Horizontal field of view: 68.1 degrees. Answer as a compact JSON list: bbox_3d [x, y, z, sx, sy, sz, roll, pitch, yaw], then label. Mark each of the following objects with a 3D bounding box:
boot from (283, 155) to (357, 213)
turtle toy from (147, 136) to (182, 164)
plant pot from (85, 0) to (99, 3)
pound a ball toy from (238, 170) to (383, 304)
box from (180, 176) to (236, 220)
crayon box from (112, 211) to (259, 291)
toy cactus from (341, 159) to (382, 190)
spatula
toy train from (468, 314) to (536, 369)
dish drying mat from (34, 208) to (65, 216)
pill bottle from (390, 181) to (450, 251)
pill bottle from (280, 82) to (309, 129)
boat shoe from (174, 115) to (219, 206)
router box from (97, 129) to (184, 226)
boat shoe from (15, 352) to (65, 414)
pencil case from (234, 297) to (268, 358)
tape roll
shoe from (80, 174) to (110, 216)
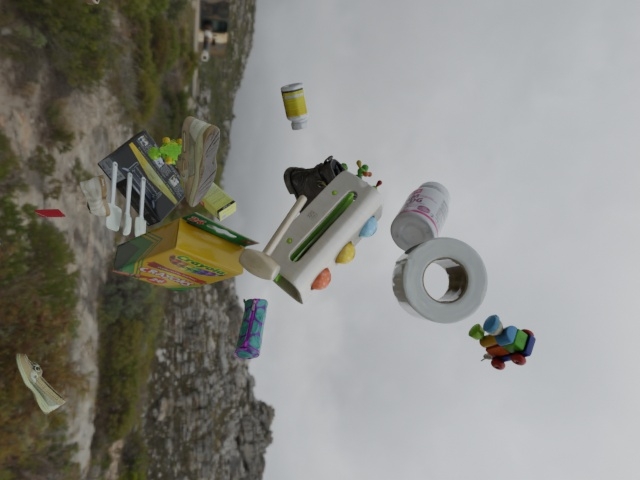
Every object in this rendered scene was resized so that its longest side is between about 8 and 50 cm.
[{"bbox_3d":[0.023,-0.125,1.375,0.228,0.263,0.091,4,-130,47],"label":"boot"},{"bbox_3d":[-0.522,-0.299,1.624,0.066,0.130,0.095,-20,-105,52],"label":"turtle toy"},{"bbox_3d":[-0.779,-0.862,1.471,0.237,0.109,0.238,171,-90,-80],"label":"plant pot"},{"bbox_3d":[0.000,0.000,0.979,0.135,0.319,0.208,37,-19,17],"label":"pound a ball toy"},{"bbox_3d":[-0.432,-0.178,1.821,0.232,0.087,0.058,39,-34,17],"label":"box"},{"bbox_3d":[-0.330,0.039,1.155,0.318,0.202,0.081,-18,-121,37],"label":"crayon box"},{"bbox_3d":[0.139,-0.215,1.862,0.181,0.219,0.112,-52,-129,12],"label":"toy cactus"},{"bbox_3d":[-0.610,-0.123,1.501,0.168,0.019,0.242,34,45,-57],"label":"spatula"},{"bbox_3d":[0.499,0.304,1.411,0.105,0.143,0.248,-55,-177,-30],"label":"toy train"},{"bbox_3d":[-0.747,-0.075,1.308,0.032,0.083,0.008,68,29,-50],"label":"dish drying mat"},{"bbox_3d":[0.364,-0.090,1.682,0.283,0.160,0.161,-51,161,-49],"label":"pill bottle"},{"bbox_3d":[-0.066,-0.364,1.290,0.065,0.065,0.117,-126,-158,-63],"label":"pill bottle"},{"bbox_3d":[-0.373,-0.229,1.402,0.109,0.098,0.302,-58,174,-43],"label":"boat shoe"},{"bbox_3d":[-0.694,-0.251,1.895,0.309,0.080,0.243,58,34,-25],"label":"router box"},{"bbox_3d":[-0.616,0.307,1.038,0.056,0.048,0.153,5,-61,57],"label":"boat shoe"},{"bbox_3d":[-0.172,0.218,1.186,0.070,0.064,0.152,85,8,-53],"label":"pencil case"},{"bbox_3d":[0.345,0.119,1.401,0.169,0.245,0.247,105,-17,-83],"label":"tape roll"},{"bbox_3d":[-0.600,-0.115,1.260,0.219,0.058,0.077,-39,-110,62],"label":"shoe"}]
